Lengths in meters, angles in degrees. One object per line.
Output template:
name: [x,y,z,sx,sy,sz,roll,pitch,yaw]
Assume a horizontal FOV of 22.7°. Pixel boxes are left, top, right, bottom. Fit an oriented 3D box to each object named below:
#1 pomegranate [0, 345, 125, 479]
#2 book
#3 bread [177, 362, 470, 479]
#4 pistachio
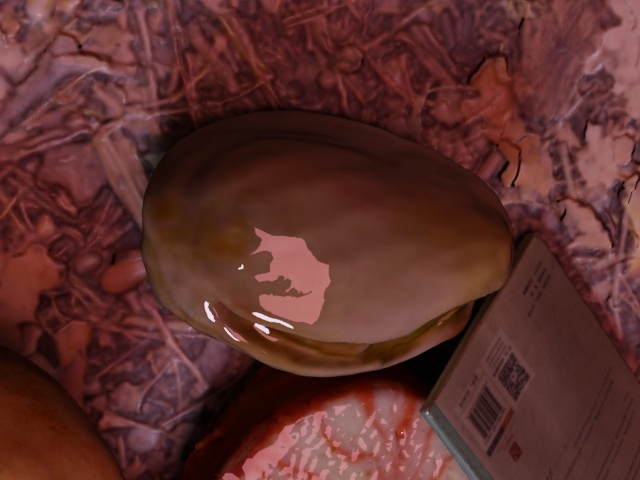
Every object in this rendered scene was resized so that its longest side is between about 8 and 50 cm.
pomegranate: [-0.239,0.206,1.120,0.229,0.252,0.270,-47,108,-16]
book: [0.199,0.161,1.287,0.283,0.025,0.215,55,49,-23]
bread: [0.008,0.254,1.263,0.295,0.114,0.328,36,85,-23]
pistachio: [0.000,0.000,1.177,0.288,0.197,0.166,6,150,-29]
